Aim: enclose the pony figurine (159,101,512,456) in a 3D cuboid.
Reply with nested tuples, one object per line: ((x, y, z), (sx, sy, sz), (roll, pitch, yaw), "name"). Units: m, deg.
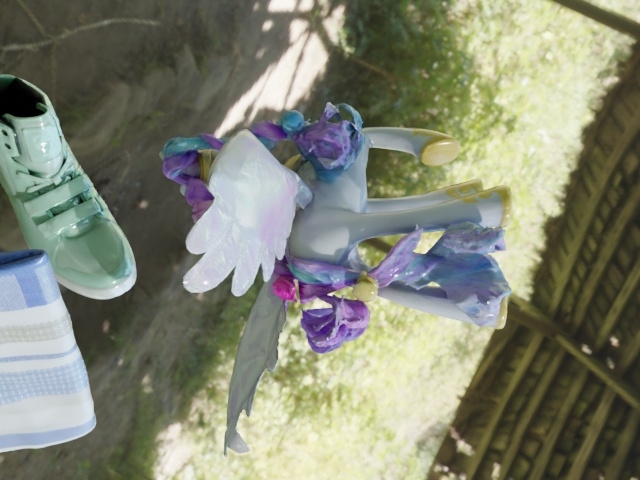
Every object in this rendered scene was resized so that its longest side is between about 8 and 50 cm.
((0.000, 0.000, 0.846), (0.351, 0.364, 0.302), (-88, -178, -51), "pony figurine")

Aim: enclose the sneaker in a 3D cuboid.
((-0.286, -0.057, 0.904), (0.094, 0.256, 0.151), (-34, 167, -24), "sneaker")

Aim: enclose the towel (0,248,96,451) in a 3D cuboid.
((-0.311, 0.114, 0.726), (0.285, 0.209, 0.034), (97, -20, -51), "towel")
